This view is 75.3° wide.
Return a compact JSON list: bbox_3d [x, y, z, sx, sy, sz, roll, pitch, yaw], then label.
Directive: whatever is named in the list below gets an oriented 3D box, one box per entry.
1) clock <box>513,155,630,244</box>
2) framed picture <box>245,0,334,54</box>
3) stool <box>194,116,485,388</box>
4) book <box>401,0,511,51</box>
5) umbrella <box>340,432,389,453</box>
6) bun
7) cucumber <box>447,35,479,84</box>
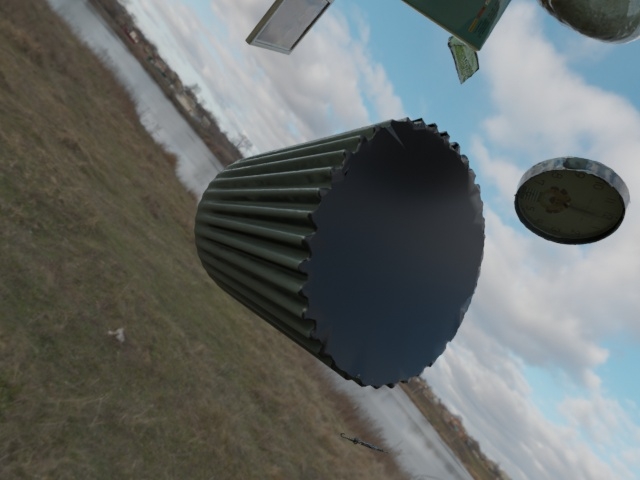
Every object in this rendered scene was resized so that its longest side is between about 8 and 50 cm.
[{"bbox_3d":[0.759,-0.113,1.277,0.312,0.061,0.313,26,-33,19],"label":"clock"},{"bbox_3d":[-0.076,-0.613,1.147,0.020,0.211,0.289,48,25,-2],"label":"framed picture"},{"bbox_3d":[0.000,0.000,0.577,0.330,0.297,0.297,10,-36,51],"label":"stool"},{"bbox_3d":[0.289,-0.653,0.945,0.379,0.264,0.031,27,20,-12],"label":"book"},{"bbox_3d":[0.128,0.596,1.212,0.148,0.022,0.022,21,30,7],"label":"umbrella"},{"bbox_3d":[0.786,-0.712,1.150,0.362,0.361,0.211,49,-28,24],"label":"bun"},{"bbox_3d":[0.429,-0.548,1.234,0.220,0.070,0.046,21,56,-61],"label":"cucumber"}]
